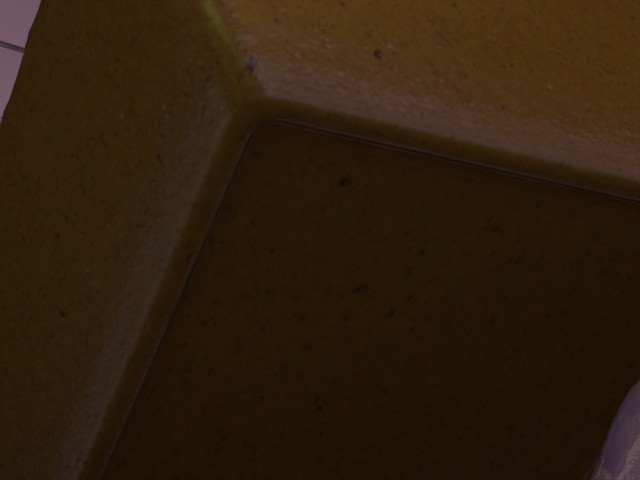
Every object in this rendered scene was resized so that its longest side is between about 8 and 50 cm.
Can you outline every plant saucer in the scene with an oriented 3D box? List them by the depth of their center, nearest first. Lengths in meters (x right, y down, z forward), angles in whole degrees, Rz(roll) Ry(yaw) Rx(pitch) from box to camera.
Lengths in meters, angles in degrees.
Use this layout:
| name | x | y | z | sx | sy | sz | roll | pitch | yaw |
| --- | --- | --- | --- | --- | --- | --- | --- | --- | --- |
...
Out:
| name | x | y | z | sx | sy | sz | roll | pitch | yaw |
| --- | --- | --- | --- | --- | --- | --- | --- | --- | --- |
| plant saucer | 0.024 | 0.042 | 0.583 | 0.333 | 0.332 | 0.081 | 11 | 31 | -25 |

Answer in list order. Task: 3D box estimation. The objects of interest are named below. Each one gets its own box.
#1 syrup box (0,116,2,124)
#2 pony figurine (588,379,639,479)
| name | x | y | z | sx | sy | sz | roll | pitch | yaw |
| --- | --- | --- | --- | --- | --- | --- | --- | --- | --- |
| syrup box | -0.223 | -0.001 | 0.779 | 0.093 | 0.096 | 0.237 | 32 | 22 | 24 |
| pony figurine | 0.078 | 0.160 | 0.417 | 0.351 | 0.302 | 0.363 | -1 | -7 | 23 |
